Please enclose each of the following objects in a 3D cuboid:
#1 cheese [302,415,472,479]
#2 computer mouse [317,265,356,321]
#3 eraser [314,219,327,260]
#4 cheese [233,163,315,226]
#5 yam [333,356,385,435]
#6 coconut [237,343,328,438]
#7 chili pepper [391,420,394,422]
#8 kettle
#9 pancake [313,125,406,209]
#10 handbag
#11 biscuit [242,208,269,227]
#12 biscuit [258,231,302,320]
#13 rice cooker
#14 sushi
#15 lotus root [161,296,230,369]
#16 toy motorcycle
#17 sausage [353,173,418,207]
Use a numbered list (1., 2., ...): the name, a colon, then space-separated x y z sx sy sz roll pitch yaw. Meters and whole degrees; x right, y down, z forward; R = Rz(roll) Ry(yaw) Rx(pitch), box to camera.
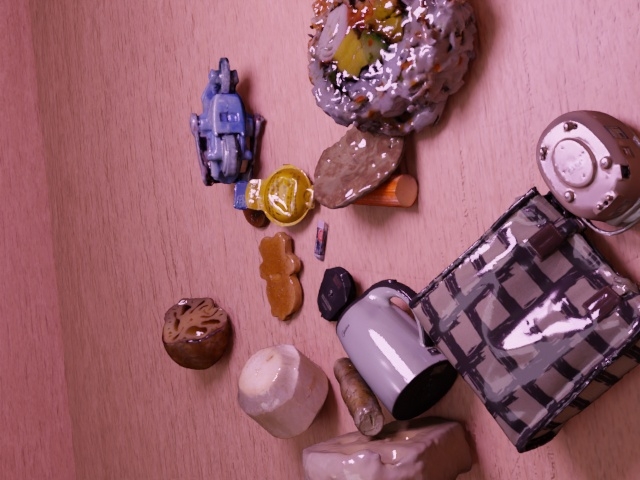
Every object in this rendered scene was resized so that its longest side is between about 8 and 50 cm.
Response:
1. cheese: 0.127 0.423 1.288 0.318 0.326 0.115 101 156 -82
2. computer mouse: 0.041 0.123 1.558 0.099 0.057 0.172 57 143 27
3. eraser: 0.000 0.000 1.620 0.027 0.019 0.099 21 107 46
4. cheese: -0.116 -0.114 1.677 0.250 0.064 0.157 5 89 30
5. yam: 0.077 0.318 1.409 0.317 0.067 0.071 -129 24 -78
6. coconut: -0.081 0.366 1.615 0.202 0.222 0.202 -26 38 22
7. chili pepper: 0.170 0.494 1.441 0.050 0.051 0.202 -50 56 56
8. kettle: 0.152 0.200 1.356 0.236 0.161 0.221 48 129 39
9. pancake: 0.079 -0.166 1.434 0.236 0.042 0.222 -54 42 -3
10. handbag: 0.357 0.123 1.117 0.327 0.162 0.325 -54 57 30
11. biscuit: -0.151 -0.099 1.780 0.175 0.026 0.124 -14 84 49
12. biscuit: -0.099 0.094 1.729 0.166 0.036 0.226 -19 81 49
13. rice cooker: 0.426 -0.111 1.043 0.145 0.127 0.206 -52 48 38
14. sushi: 0.118 -0.405 1.333 0.417 0.175 0.418 5 97 49
15. lotus root: -0.346 0.287 1.959 0.188 0.199 0.180 -89 -13 -55
16. toy motorcycle: -0.274 -0.302 1.785 0.241 0.182 0.319 -10 81 48
17. sausage: 0.102 -0.111 1.457 0.234 0.071 0.071 8 99 49
